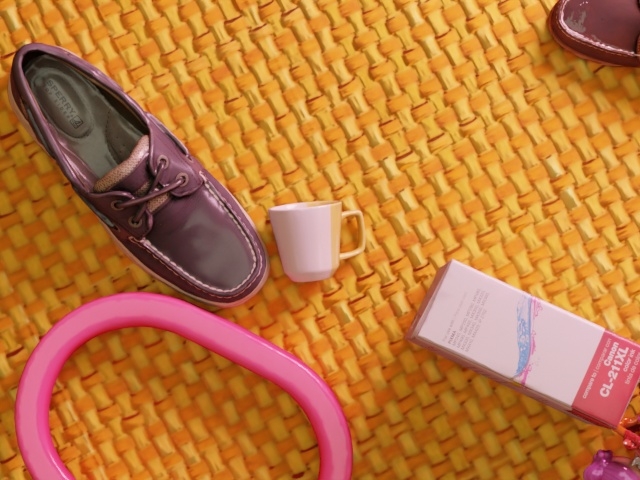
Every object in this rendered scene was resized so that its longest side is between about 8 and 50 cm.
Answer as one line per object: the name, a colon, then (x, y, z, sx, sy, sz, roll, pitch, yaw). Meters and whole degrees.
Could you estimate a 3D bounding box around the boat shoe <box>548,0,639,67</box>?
boat shoe: (0.298, -0.179, 1.266, 0.207, 0.073, 0.073, 8, 88, 2)

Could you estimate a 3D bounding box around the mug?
mug: (-0.003, 0.001, 1.267, 0.078, 0.062, 0.064, -5, 95, 7)

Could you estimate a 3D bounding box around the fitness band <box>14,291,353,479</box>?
fitness band: (-0.115, 0.165, 1.262, 0.291, 0.054, 0.209, 27, 88, 1)

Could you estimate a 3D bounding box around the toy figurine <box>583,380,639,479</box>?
toy figurine: (0.280, 0.184, 1.229, 0.173, 0.130, 0.159, 43, 97, -1)

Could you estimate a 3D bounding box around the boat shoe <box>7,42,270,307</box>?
boat shoe: (-0.158, -0.055, 1.253, 0.103, 0.092, 0.285, -42, 87, -1)

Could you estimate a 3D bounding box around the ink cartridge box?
ink cartridge box: (0.165, 0.084, 1.225, 0.175, 0.127, 0.072, 25, 86, 2)
